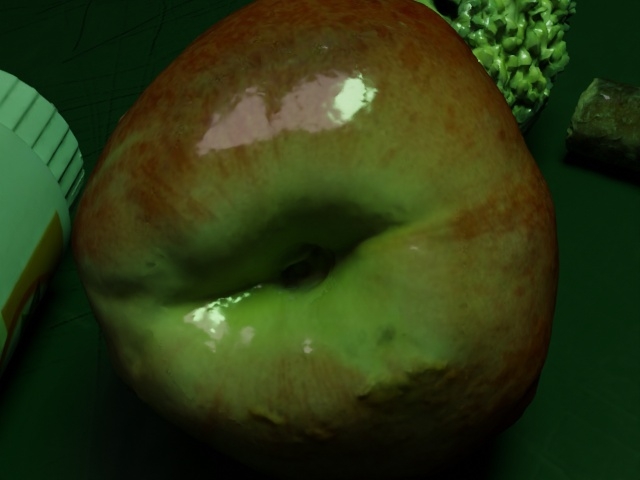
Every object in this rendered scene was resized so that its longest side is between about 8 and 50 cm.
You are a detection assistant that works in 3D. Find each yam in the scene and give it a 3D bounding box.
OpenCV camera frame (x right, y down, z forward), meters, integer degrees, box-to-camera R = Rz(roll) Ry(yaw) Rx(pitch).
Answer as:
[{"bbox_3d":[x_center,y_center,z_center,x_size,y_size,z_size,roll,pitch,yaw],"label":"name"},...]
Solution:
[{"bbox_3d":[0.284,-0.042,0.581,0.274,0.061,0.061,25,50,33],"label":"yam"}]

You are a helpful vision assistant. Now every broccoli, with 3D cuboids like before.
[{"bbox_3d":[0.047,-0.121,0.631,0.226,0.176,0.198,9,36,-2],"label":"broccoli"}]

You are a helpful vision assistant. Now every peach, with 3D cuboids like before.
[{"bbox_3d":[0.000,0.000,0.470,0.232,0.232,0.257,-3,6,7],"label":"peach"}]

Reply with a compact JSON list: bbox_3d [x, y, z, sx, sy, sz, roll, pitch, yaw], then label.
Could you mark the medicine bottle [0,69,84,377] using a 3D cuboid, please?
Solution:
[{"bbox_3d":[-0.244,0.039,0.506,0.158,0.158,0.318,0,41,11],"label":"medicine bottle"}]
